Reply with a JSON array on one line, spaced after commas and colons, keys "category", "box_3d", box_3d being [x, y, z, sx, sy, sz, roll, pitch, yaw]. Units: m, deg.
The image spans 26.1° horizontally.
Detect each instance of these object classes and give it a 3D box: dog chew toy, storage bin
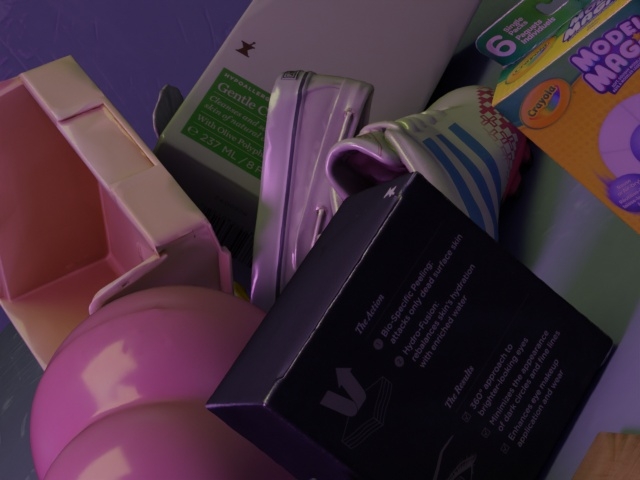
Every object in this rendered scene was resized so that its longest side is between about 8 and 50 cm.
[{"category": "dog chew toy", "box_3d": [-0.095, 0.177, 0.896, 0.206, 0.206, 0.332, -44, 25, 22]}, {"category": "storage bin", "box_3d": [-0.186, 0.023, 1.164, 0.123, 0.260, 0.262, -25, 50, -22]}]

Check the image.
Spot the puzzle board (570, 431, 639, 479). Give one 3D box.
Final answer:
[{"category": "puzzle board", "box_3d": [0.132, 0.147, 0.647, 0.128, 0.011, 0.096, -56, 17, -18]}]

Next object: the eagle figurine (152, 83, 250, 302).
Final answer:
[{"category": "eagle figurine", "box_3d": [-0.153, 0.013, 1.448, 0.298, 0.226, 0.225, -42, 37, 11]}]

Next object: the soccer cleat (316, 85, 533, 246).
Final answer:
[{"category": "soccer cleat", "box_3d": [0.076, -0.055, 1.027, 0.116, 0.143, 0.331, -42, 17, 27]}]

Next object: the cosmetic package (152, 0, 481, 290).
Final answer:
[{"category": "cosmetic package", "box_3d": [-0.006, -0.136, 1.311, 0.365, 0.197, 0.155, -63, 4, -33]}]

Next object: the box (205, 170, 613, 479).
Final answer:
[{"category": "box", "box_3d": [0.050, 0.074, 0.767, 0.156, 0.158, 0.093, -56, 16, -21]}]

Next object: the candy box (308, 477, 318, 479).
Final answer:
[{"category": "candy box", "box_3d": [-0.041, 0.294, 0.582, 0.268, 0.122, 0.317, -47, 17, 10]}]

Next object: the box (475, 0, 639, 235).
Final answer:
[{"category": "box", "box_3d": [0.172, -0.067, 0.712, 0.105, 0.179, 0.043, -38, 19, 39]}]

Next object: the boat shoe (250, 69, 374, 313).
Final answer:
[{"category": "boat shoe", "box_3d": [0.000, 0.000, 1.106, 0.096, 0.088, 0.267, -4, -81, -77]}]
